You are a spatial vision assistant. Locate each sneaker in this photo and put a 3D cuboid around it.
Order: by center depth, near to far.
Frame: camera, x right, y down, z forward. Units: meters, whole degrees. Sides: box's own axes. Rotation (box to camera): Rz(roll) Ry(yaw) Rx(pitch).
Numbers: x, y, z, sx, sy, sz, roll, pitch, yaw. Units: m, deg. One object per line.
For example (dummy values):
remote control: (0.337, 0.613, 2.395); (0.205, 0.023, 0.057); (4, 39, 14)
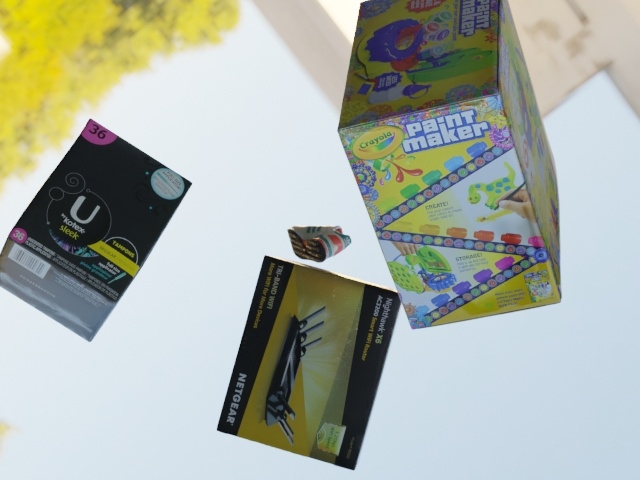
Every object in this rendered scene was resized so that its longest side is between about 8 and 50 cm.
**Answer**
sneaker: (0.000, 0.000, 2.683); (0.075, 0.057, 0.161); (-20, -164, -22)

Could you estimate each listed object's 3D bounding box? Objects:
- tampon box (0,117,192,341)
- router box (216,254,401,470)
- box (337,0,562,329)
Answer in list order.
tampon box: (-0.222, -0.011, 1.428); (0.161, 0.120, 0.101); (-62, -172, -33)
router box: (-0.015, 0.202, 2.468); (0.081, 0.243, 0.308); (6, 99, -85)
box: (0.155, -0.107, 1.671); (0.177, 0.279, 0.290); (-11, -147, 15)
